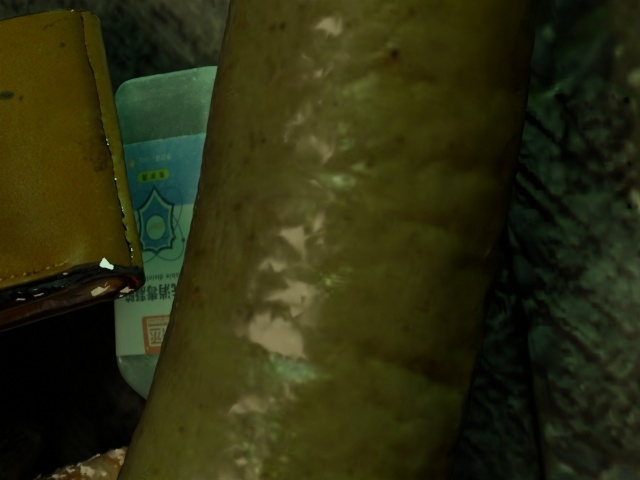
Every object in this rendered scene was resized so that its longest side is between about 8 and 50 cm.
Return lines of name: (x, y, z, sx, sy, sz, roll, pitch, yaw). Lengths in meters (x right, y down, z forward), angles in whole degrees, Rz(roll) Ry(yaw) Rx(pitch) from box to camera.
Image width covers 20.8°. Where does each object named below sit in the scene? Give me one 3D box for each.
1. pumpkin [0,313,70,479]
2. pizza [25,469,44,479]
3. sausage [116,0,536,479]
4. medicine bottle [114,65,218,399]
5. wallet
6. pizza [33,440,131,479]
pumpkin: (-0.241, 0.051, 0.861, 0.238, 0.238, 0.159, 31, 163, 27)
pizza: (-0.238, 0.244, 1.012, 0.268, 0.087, 0.258, -3, 99, 40)
sausage: (0.003, 0.000, 0.657, 0.123, 0.136, 0.501, 10, 86, 67)
medicine bottle: (-0.054, 0.028, 0.788, 0.090, 0.053, 0.209, -5, 85, 35)
wallet: (-0.182, -0.021, 0.779, 0.042, 0.195, 0.161, 74, -178, -57)
pizza: (-0.074, 0.145, 0.858, 0.193, 0.053, 0.201, 21, 101, 25)
